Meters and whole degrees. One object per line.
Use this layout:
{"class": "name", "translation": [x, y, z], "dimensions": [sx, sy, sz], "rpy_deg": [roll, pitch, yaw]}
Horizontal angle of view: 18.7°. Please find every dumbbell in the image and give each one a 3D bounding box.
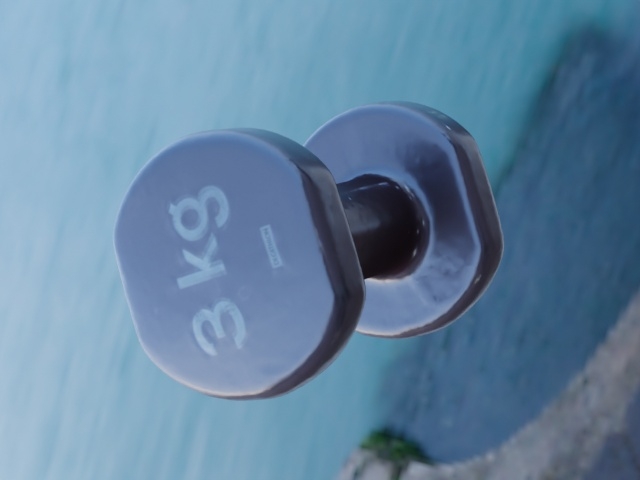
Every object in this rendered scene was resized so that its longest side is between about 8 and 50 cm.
{"class": "dumbbell", "translation": [0.000, 0.000, 1.037], "dimensions": [0.124, 0.225, 0.140], "rpy_deg": [-15, 89, 29]}
